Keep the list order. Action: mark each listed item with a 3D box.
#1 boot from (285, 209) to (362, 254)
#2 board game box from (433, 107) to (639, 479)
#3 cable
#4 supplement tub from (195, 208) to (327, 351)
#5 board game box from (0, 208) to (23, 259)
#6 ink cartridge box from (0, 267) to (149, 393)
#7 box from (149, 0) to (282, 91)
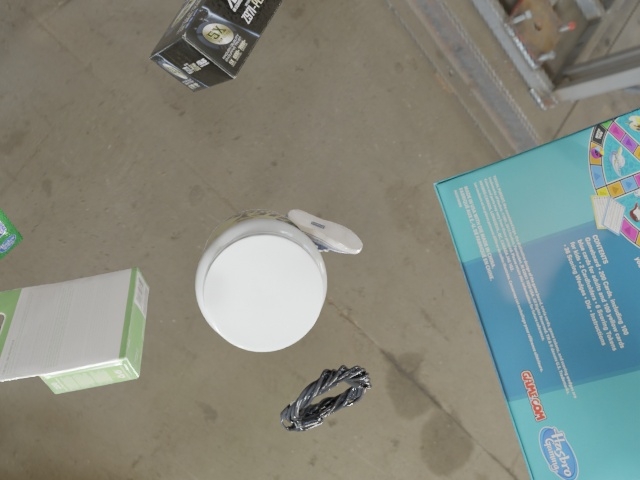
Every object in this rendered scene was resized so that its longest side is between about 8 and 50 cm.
[{"bbox_3d":[0.000,0.000,1.353,0.190,0.086,0.069,26,41,3],"label":"boot"},{"bbox_3d":[0.285,0.021,0.419,0.079,0.336,0.253,28,45,-64],"label":"board game box"},{"bbox_3d":[0.018,0.270,1.029,0.185,0.047,0.150,-8,135,-36],"label":"cable"},{"bbox_3d":[-0.115,0.067,1.107,0.236,0.325,0.235,-1,98,-8],"label":"supplement tub"},{"bbox_3d":[-0.487,0.041,0.599,0.046,0.213,0.317,27,61,16],"label":"board game box"},{"bbox_3d":[-0.374,0.133,0.825,0.235,0.171,0.056,-11,135,1],"label":"ink cartridge box"},{"bbox_3d":[-0.122,-0.292,0.738,0.078,0.147,0.180,35,79,-29],"label":"box"}]
